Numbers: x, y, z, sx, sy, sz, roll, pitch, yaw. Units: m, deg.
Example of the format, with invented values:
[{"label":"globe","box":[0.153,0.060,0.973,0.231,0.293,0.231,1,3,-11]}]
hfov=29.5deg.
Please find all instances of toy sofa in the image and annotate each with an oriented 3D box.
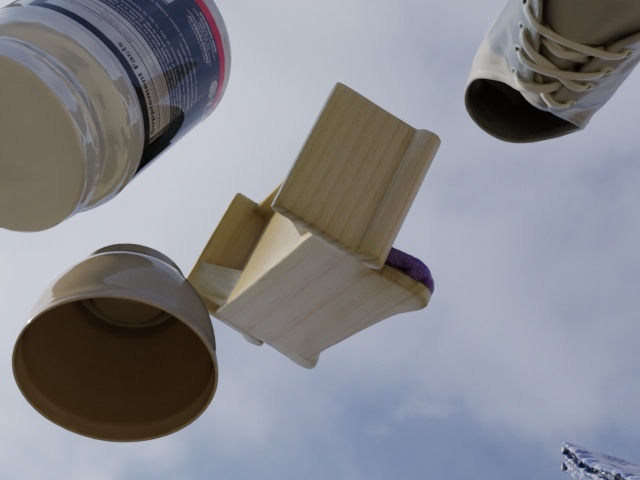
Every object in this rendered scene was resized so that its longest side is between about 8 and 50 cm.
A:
[{"label":"toy sofa","box":[0.000,0.000,1.261,0.177,0.150,0.362,31,-25,-10]}]

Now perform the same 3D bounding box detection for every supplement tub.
[{"label":"supplement tub","box":[-0.217,-0.141,1.112,0.191,0.272,0.191,11,-58,19]}]

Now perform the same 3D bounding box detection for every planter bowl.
[{"label":"planter bowl","box":[-0.161,0.071,0.997,0.162,0.109,0.162,0,-51,0]}]

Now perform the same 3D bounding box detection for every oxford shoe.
[{"label":"oxford shoe","box":[0.236,-0.195,1.115,0.169,0.130,0.449,27,-15,0]}]

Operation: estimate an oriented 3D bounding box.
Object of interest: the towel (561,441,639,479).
[{"label":"towel","box":[0.355,0.212,0.991,0.243,0.336,0.040,9,-92,-6]}]
